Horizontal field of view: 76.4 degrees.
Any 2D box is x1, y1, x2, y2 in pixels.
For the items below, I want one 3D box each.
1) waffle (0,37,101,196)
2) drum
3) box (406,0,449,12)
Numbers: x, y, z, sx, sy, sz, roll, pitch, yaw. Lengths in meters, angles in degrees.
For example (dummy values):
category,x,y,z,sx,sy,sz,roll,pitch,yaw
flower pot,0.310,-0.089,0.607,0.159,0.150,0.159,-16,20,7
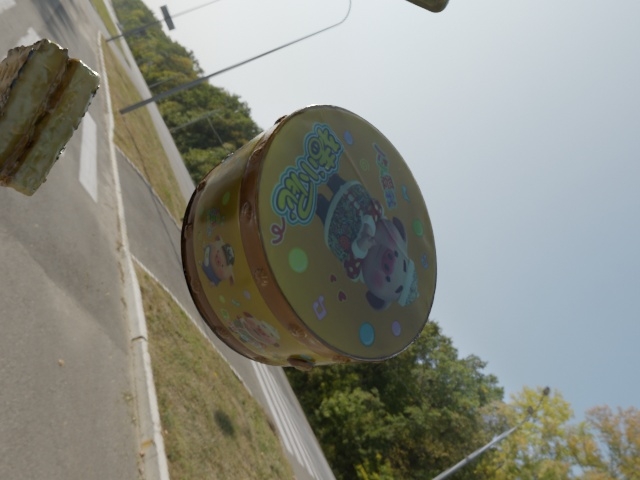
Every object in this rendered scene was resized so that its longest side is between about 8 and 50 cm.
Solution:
category,x,y,z,sx,sy,sz,roll,pitch,yaw
waffle,-0.574,-0.229,0.769,0.376,0.261,0.114,18,-12,43
drum,0.000,0.000,0.700,0.214,0.431,0.431,-18,-77,45
box,0.183,-0.579,0.806,0.227,0.130,0.162,27,-13,5
